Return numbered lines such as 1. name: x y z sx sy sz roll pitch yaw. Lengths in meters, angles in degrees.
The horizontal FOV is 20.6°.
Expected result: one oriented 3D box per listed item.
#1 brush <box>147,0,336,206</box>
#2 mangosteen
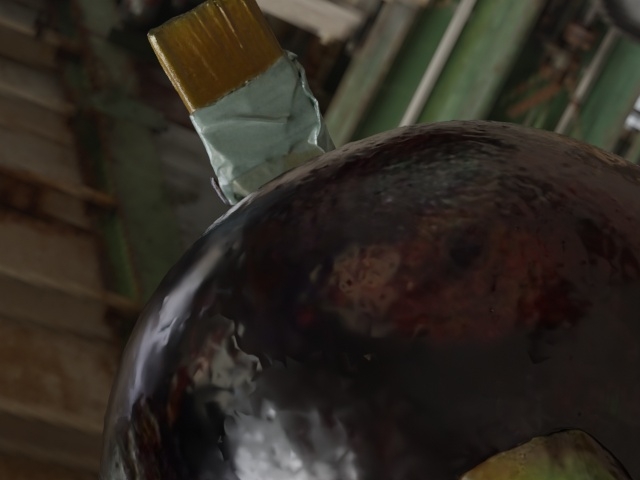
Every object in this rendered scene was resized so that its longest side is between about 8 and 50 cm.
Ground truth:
1. brush: 0.000 0.000 1.116 0.336 0.085 0.020 61 176 -14
2. mangosteen: 0.052 0.101 0.685 0.311 0.311 0.311 22 -157 -10
